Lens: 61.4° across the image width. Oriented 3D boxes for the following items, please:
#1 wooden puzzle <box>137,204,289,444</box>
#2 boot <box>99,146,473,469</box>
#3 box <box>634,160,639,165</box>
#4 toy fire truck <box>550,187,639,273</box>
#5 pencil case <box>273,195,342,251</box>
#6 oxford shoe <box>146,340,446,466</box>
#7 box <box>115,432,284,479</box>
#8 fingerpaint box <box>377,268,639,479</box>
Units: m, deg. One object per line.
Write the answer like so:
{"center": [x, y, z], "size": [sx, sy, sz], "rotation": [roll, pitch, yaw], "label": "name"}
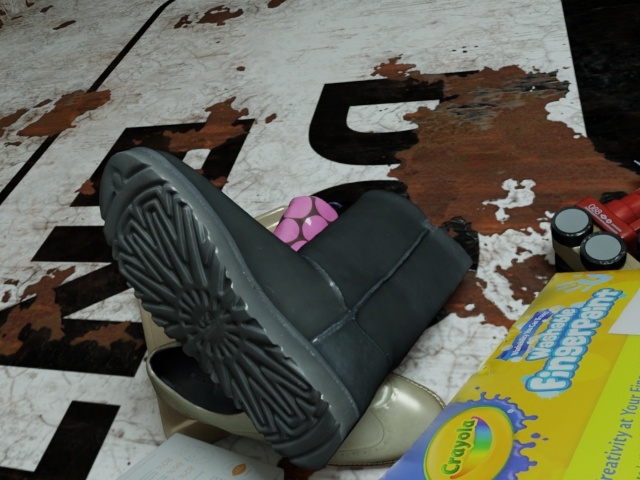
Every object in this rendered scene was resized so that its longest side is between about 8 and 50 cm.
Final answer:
{"center": [-0.120, 0.129, 0.883], "size": [0.322, 0.080, 0.347], "rotation": [-25, 50, -7], "label": "wooden puzzle"}
{"center": [0.001, 0.002, 0.691], "size": [0.146, 0.367, 0.445], "rotation": [-38, -2, 38], "label": "boot"}
{"center": [0.595, -0.082, 0.843], "size": [0.109, 0.042, 0.178], "rotation": [10, 36, -27], "label": "box"}
{"center": [0.492, 0.011, 0.772], "size": [0.246, 0.158, 0.217], "rotation": [-32, 45, 1], "label": "toy fire truck"}
{"center": [-0.039, 0.028, 0.840], "size": [0.095, 0.098, 0.209], "rotation": [-27, 31, 53], "label": "pencil case"}
{"center": [-0.030, 0.206, 0.680], "size": [0.397, 0.146, 0.140], "rotation": [7, 71, 4], "label": "oxford shoe"}
{"center": [-0.148, 0.326, 0.651], "size": [0.171, 0.091, 0.130], "rotation": [9, 15, 25], "label": "box"}
{"center": [0.327, 0.169, 0.445], "size": [0.371, 0.163, 0.445], "rotation": [-7, 14, 42], "label": "fingerpaint box"}
